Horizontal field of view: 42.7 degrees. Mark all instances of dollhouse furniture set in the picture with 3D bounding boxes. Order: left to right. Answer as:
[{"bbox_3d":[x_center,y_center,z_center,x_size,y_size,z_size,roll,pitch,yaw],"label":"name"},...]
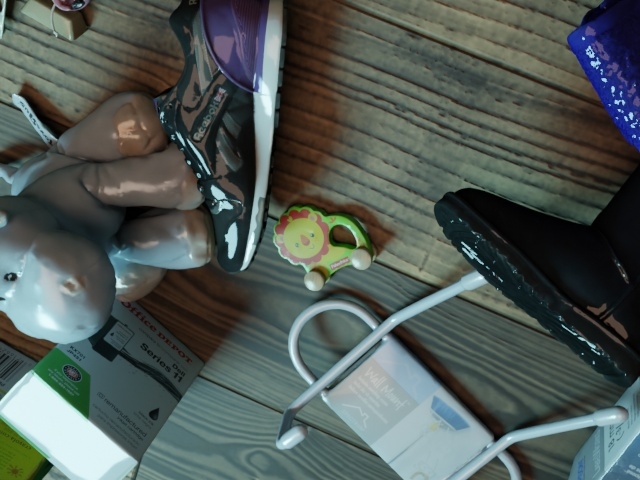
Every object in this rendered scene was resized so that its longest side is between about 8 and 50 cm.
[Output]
[{"bbox_3d":[-0.320,-0.222,0.874,0.114,0.091,0.081,30,133,-2],"label":"dollhouse furniture set"}]

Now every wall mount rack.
[{"bbox_3d":[0.132,0.185,0.895,0.304,0.130,0.350,-43,98,13],"label":"wall mount rack"}]

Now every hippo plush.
[{"bbox_3d":[-0.264,-0.031,0.847,0.294,0.236,0.234,38,118,-3],"label":"hippo plush"}]

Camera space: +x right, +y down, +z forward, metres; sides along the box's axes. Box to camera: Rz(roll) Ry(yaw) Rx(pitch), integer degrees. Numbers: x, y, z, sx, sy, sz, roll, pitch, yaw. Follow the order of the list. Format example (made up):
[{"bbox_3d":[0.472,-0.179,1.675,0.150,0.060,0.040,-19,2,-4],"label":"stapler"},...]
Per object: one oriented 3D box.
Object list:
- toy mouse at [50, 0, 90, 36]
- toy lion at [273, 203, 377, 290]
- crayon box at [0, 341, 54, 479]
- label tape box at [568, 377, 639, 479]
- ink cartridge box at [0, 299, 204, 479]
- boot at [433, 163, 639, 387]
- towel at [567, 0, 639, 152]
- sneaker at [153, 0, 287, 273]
[{"bbox_3d":[-0.248,-0.292,0.829,0.143,0.031,0.161,-7,95,12],"label":"toy mouse"},{"bbox_3d":[0.000,0.000,0.905,0.100,0.034,0.096,-25,97,24],"label":"toy lion"},{"bbox_3d":[-0.441,0.253,0.978,0.202,0.318,0.081,30,118,2],"label":"crayon box"},{"bbox_3d":[0.403,0.278,0.870,0.241,0.106,0.333,27,119,3],"label":"label tape box"},{"bbox_3d":[-0.245,0.168,0.949,0.153,0.208,0.087,43,114,-6],"label":"ink cartridge box"},{"bbox_3d":[0.255,-0.018,0.752,0.246,0.094,0.207,41,81,3],"label":"boot"},{"bbox_3d":[0.355,-0.105,0.683,0.228,0.076,0.308,-37,99,-12],"label":"towel"},{"bbox_3d":[-0.107,-0.107,0.833,0.124,0.107,0.283,5,107,-5],"label":"sneaker"}]
